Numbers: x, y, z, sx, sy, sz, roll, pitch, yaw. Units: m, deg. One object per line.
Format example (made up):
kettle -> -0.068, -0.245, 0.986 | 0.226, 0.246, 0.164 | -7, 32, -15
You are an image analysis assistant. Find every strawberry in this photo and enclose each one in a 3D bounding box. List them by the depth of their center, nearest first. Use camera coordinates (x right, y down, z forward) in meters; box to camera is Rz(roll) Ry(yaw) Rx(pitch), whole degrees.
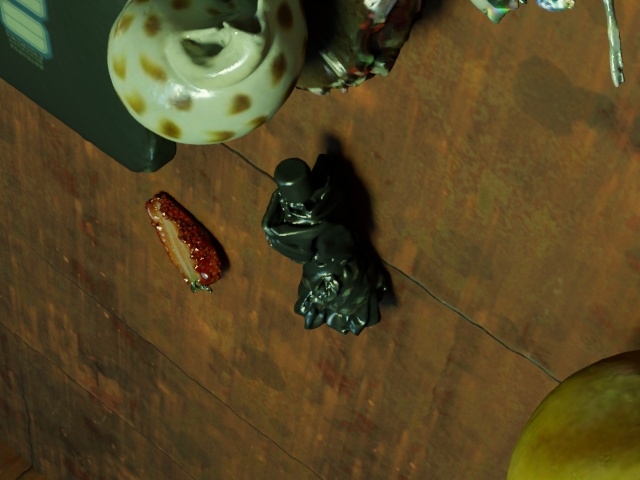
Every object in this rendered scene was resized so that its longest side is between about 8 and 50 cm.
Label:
strawberry -> -0.181, 0.002, 2.097 | 0.104, 0.048, 0.152 | -12, 105, 64

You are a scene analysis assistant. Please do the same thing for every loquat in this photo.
loquat -> 0.354, 0.243, 1.483 | 0.328, 0.359, 0.328 | 46, -169, -12

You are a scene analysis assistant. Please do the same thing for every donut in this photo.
donut -> -0.035, -0.275, 1.476 | 0.345, 0.136, 0.259 | 32, 150, 23

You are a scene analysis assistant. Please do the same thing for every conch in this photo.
conch -> -0.104, -0.175, 1.405 | 0.148, 0.183, 0.275 | 25, 169, -41

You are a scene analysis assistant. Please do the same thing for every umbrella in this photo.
umbrella -> 0.001, 0.000, 1.790 | 0.110, 0.122, 0.272 | 50, 168, 41

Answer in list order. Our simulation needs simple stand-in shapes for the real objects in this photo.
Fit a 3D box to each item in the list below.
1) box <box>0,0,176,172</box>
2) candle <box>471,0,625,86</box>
box -> -0.309, -0.272, 1.776 | 0.359, 0.091, 0.350 | 36, 149, 26
candle -> 0.152, -0.270, 1.194 | 0.330, 0.187, 0.187 | 45, 151, -2
